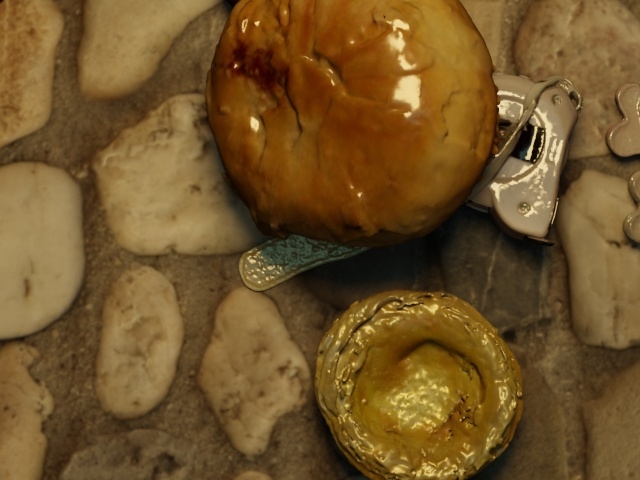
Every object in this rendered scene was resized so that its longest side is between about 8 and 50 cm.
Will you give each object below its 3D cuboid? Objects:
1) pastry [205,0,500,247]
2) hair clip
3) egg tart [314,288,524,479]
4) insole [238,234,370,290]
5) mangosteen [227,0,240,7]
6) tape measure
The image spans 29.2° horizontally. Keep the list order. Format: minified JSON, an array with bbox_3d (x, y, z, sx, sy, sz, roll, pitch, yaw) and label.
[{"bbox_3d":[0.043,-0.170,1.587,0.410,0.245,0.409,5,99,35],"label":"pastry"},{"bbox_3d":[0.477,-0.098,1.707,0.146,0.075,0.256,-12,80,-2],"label":"hair clip"},{"bbox_3d":[0.130,0.200,1.669,0.288,0.118,0.288,0,89,1],"label":"egg tart"},{"bbox_3d":[0.000,0.000,1.734,0.248,0.011,0.081,-25,87,0],"label":"insole"},{"bbox_3d":[-0.074,-0.397,1.689,0.156,0.146,0.181,-4,87,3],"label":"mangosteen"},{"bbox_3d":[0.248,-0.127,1.686,0.197,0.120,0.236,13,85,5],"label":"tape measure"}]
